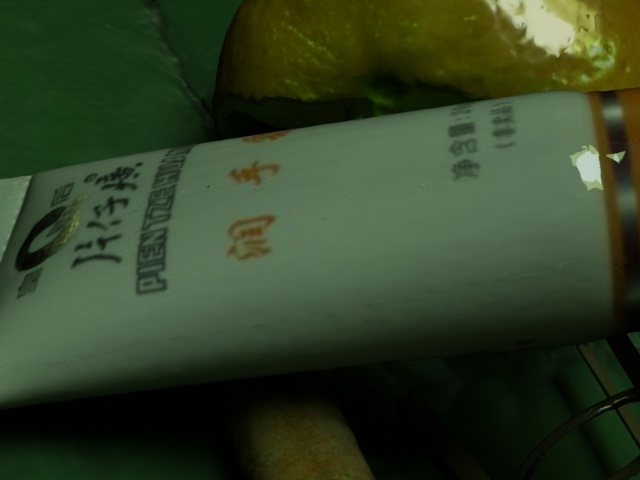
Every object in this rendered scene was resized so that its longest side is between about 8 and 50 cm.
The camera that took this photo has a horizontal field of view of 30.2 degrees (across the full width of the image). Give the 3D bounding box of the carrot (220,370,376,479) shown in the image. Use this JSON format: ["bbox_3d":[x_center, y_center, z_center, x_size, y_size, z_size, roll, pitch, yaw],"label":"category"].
[{"bbox_3d":[0.028,0.154,0.371,0.070,0.070,0.342,3,39,-27],"label":"carrot"}]

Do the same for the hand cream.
[{"bbox_3d":[0.000,0.000,0.446,0.314,0.089,0.139,-10,39,9],"label":"hand cream"}]

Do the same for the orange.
[{"bbox_3d":[0.071,-0.085,0.558,0.237,0.158,0.179,23,18,20],"label":"orange"}]

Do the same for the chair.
[{"bbox_3d":[0.132,0.114,0.455,0.095,0.104,0.221,16,33,-41],"label":"chair"}]
